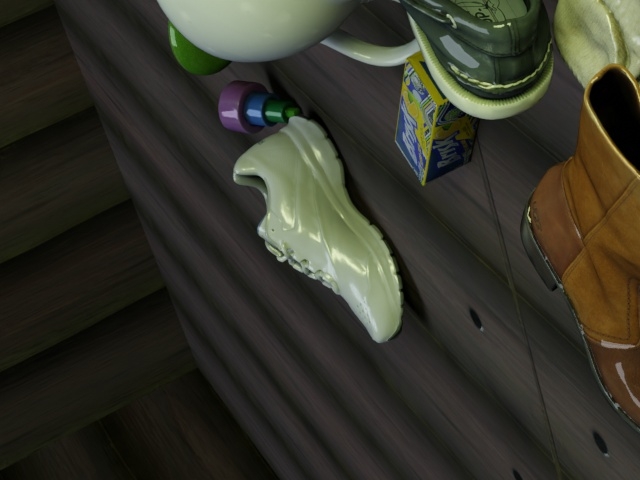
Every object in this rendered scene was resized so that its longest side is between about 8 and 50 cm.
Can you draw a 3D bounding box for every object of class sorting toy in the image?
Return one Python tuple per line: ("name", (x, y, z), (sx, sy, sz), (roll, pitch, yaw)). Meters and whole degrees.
("sorting toy", (-0.106, -0.277, 2.229), (0.126, 0.127, 0.365), (9, 135, 37))

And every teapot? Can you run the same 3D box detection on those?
("teapot", (-0.024, -0.275, 1.631), (0.187, 0.256, 0.252), (-3, 94, 35))

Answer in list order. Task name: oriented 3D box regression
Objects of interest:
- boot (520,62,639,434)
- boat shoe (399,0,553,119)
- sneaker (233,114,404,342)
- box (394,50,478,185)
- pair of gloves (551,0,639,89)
("boot", (0.253, 0.028, 1.305), (0.264, 0.096, 0.280), (62, 168, 12))
("boat shoe", (0.069, -0.252, 1.381), (0.113, 0.127, 0.340), (84, 165, -65))
("sneaker", (0.000, 0.000, 2.230), (0.297, 0.129, 0.111), (59, 165, 11))
("box", (0.109, -0.118, 1.714), (0.059, 0.054, 0.169), (59, 168, 20))
("pair of gloves", (0.235, -0.089, 1.290), (0.240, 0.042, 0.204), (61, 168, 13))
